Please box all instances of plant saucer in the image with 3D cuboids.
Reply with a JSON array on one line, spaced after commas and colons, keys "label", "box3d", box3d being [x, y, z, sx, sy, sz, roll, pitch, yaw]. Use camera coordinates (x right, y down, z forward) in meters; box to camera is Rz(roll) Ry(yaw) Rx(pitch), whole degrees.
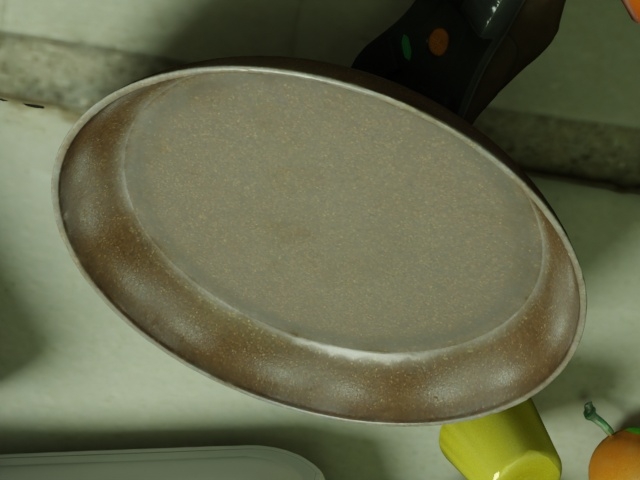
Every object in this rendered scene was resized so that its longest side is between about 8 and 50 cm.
[{"label": "plant saucer", "box3d": [0.000, 0.000, 0.892, 0.311, 0.050, 0.310, 11, 142, 9]}]

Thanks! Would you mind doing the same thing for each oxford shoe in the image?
[{"label": "oxford shoe", "box3d": [0.083, -0.100, 0.872, 0.096, 0.082, 0.227, -13, 151, -39]}]

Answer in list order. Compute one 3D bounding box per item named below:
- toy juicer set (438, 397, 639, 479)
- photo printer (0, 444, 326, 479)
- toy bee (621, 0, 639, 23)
[{"label": "toy juicer set", "box3d": [0.134, 0.242, 1.107, 0.209, 0.089, 0.329, 5, 121, -29]}, {"label": "photo printer", "box3d": [-0.129, 0.258, 1.072, 0.308, 0.107, 0.256, -2, 124, -4]}, {"label": "toy bee", "box3d": [0.298, -0.201, 0.802, 0.298, 0.162, 0.195, 6, 144, 15]}]
